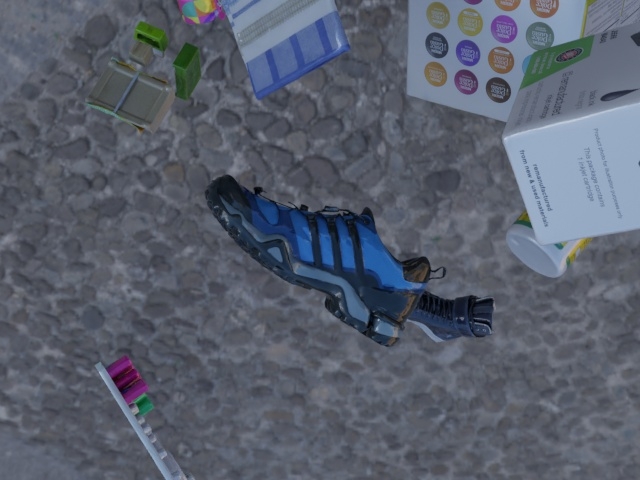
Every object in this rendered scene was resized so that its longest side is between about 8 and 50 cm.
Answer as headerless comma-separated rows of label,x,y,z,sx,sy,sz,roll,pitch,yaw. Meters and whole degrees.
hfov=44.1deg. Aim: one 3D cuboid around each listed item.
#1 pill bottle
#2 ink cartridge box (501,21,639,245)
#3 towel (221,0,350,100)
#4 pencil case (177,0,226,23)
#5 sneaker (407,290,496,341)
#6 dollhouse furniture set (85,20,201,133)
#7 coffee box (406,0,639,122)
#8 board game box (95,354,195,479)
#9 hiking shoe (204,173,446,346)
pill bottle,0.419,-0.049,1.329,0.208,0.118,0.117,-47,126,-11
ink cartridge box,0.310,-0.111,0.649,0.273,0.198,0.114,-12,117,29
towel,-0.069,-0.378,1.187,0.209,0.034,0.284,-21,86,42
pencil case,-0.296,-0.619,1.829,0.105,0.104,0.236,-6,135,8
sneaker,0.243,0.127,1.527,0.163,0.086,0.226,-10,148,42
dollhouse furniture set,-0.484,-0.420,2.180,0.198,0.301,0.151,24,157,2
coffee box,0.394,-0.443,1.494,0.338,0.338,0.334,23,133,30
board game box,-0.225,0.372,1.272,0.050,0.390,0.390,-32,173,-17
hiking shoe,0.000,0.000,0.973,0.304,0.113,0.132,36,83,-14
